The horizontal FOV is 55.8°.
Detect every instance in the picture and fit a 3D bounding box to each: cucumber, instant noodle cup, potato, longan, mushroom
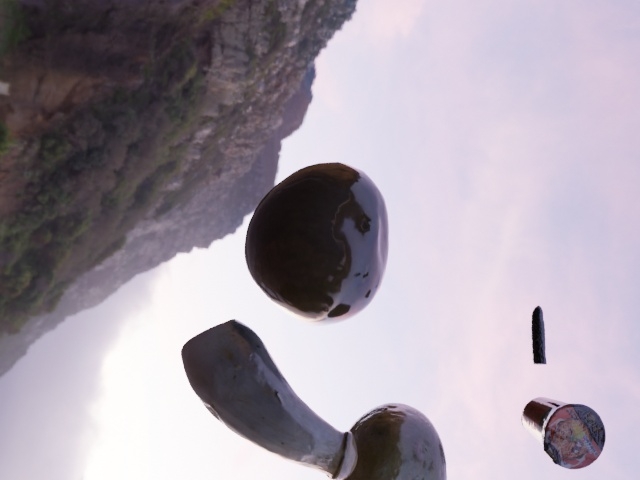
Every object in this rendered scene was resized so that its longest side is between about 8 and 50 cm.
[{"bbox_3d":[0.490,0.212,1.364,0.032,0.032,0.133,-21,-116,59],"label":"cucumber"},{"bbox_3d":[0.468,0.368,1.196,0.136,0.127,0.127,170,-73,-82],"label":"instant noodle cup"},{"bbox_3d":[0.109,0.335,0.883,0.160,0.235,0.178,31,-107,37],"label":"potato"},{"bbox_3d":[0.000,0.000,0.916,0.246,0.215,0.246,1,-89,32],"label":"longan"},{"bbox_3d":[-0.073,0.207,0.767,0.270,0.118,0.103,41,-63,24],"label":"mushroom"}]
